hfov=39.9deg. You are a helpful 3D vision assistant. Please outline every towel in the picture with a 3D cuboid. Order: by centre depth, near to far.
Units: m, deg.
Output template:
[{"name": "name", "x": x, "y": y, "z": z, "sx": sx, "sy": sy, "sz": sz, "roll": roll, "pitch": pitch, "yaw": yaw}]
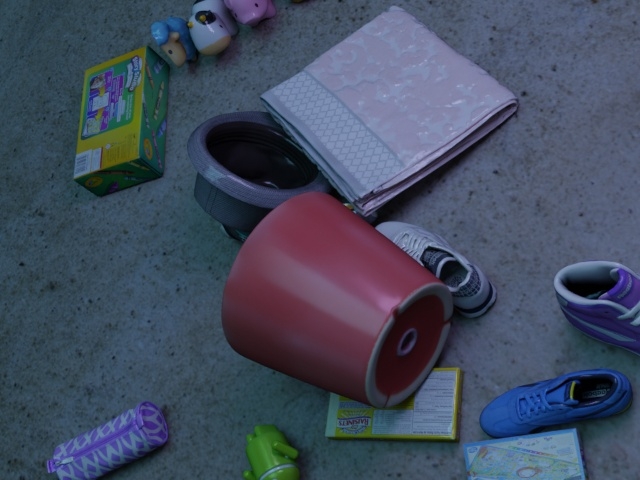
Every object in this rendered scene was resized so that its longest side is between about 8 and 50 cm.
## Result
[{"name": "towel", "x": 0.103, "y": -0.232, "z": 1.466, "sx": 0.317, "sy": 0.053, "sz": 0.332, "roll": -35, "pitch": 54, "yaw": -8}]

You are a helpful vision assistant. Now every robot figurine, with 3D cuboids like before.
[{"name": "robot figurine", "x": -0.071, "y": 0.334, "z": 1.328, "sx": 0.101, "sy": 0.067, "sz": 0.115, "roll": -49, "pitch": 51, "yaw": 30}]

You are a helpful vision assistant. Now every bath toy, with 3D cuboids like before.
[{"name": "bath toy", "x": -0.159, "y": -0.467, "z": 1.731, "sx": 0.348, "sy": 0.129, "sz": 0.151, "roll": -25, "pitch": 57, "yaw": 17}]

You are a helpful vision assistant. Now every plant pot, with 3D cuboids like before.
[{"name": "plant pot", "x": 0.036, "y": 0.098, "z": 1.260, "sx": 0.243, "sy": 0.275, "sz": 0.274, "roll": 28, "pitch": 83, "yaw": 35}]

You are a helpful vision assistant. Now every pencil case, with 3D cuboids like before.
[{"name": "pencil case", "x": -0.357, "y": 0.342, "z": 1.479, "sx": 0.206, "sy": 0.088, "sz": 0.086, "roll": -30, "pitch": 57, "yaw": 14}]

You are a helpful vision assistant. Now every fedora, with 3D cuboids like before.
[{"name": "fedora", "x": -0.110, "y": -0.103, "z": 1.484, "sx": 0.244, "sy": 0.275, "sz": 0.124, "roll": 35, "pitch": 124, "yaw": 13}]

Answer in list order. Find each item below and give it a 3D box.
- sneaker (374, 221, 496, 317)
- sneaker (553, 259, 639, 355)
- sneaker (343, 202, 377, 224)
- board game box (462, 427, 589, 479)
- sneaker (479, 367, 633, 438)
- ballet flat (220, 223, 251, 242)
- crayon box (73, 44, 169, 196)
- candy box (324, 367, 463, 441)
[{"name": "sneaker", "x": 0.159, "y": 0.024, "z": 1.329, "sx": 0.235, "sy": 0.095, "sz": 0.090, "roll": 31, "pitch": 87, "yaw": 38}, {"name": "sneaker", "x": 0.425, "y": 0.098, "z": 1.097, "sx": 0.282, "sy": 0.161, "sz": 0.102, "roll": 12, "pitch": 72, "yaw": 33}, {"name": "sneaker", "x": 0.000, "y": 0.000, "z": 1.449, "sx": 0.215, "sy": 0.084, "sz": 0.083, "roll": -22, "pitch": 69, "yaw": 25}, {"name": "board game box", "x": 0.270, "y": 0.309, "z": 1.158, "sx": 0.154, "sy": 0.026, "sz": 0.103, "roll": -14, "pitch": 69, "yaw": 24}, {"name": "sneaker", "x": 0.302, "y": 0.210, "z": 1.164, "sx": 0.209, "sy": 0.082, "sz": 0.069, "roll": -19, "pitch": 61, "yaw": 23}, {"name": "ballet flat", "x": -0.154, "y": -0.050, "z": 1.567, "sx": 0.074, "sy": 0.074, "sz": 0.203, "roll": -39, "pitch": 53, "yaw": 8}, {"name": "crayon box", "x": -0.402, "y": -0.244, "z": 1.793, "sx": 0.165, "sy": 0.081, "sz": 0.278, "roll": -15, "pitch": 60, "yaw": 24}, {"name": "candy box", "x": 0.107, "y": 0.241, "z": 1.295, "sx": 0.206, "sy": 0.027, "sz": 0.105, "roll": -5, "pitch": 65, "yaw": 28}]
